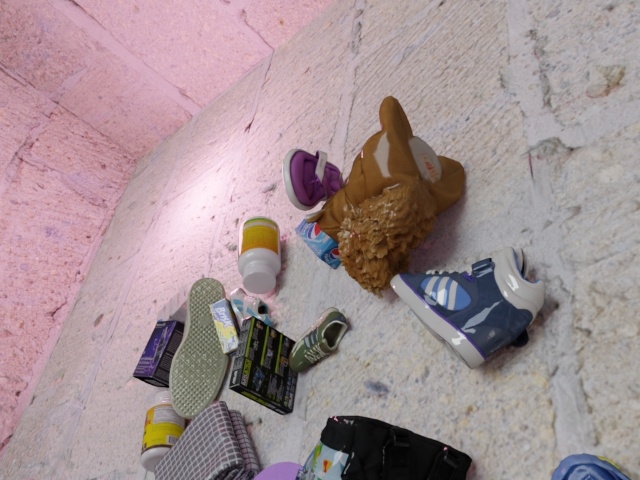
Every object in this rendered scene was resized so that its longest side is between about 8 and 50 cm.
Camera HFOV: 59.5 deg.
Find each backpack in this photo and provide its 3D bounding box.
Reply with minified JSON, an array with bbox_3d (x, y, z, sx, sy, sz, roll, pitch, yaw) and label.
[{"bbox_3d":[0.066,0.494,0.914,0.273,0.290,0.356,-24,48,51],"label":"backpack"}]

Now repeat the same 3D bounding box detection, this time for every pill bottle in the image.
[{"bbox_3d":[-0.457,0.555,1.640,0.117,0.117,0.215,-39,34,21],"label":"pill bottle"},{"bbox_3d":[-0.194,0.048,1.775,0.136,0.136,0.246,-36,35,24],"label":"pill bottle"}]

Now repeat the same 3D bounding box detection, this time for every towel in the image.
[{"bbox_3d":[-0.300,0.577,1.398,0.284,0.121,0.235,-47,34,2],"label":"towel"}]

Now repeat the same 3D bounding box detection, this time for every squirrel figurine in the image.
[{"bbox_3d":[0.122,-0.070,1.373,0.370,0.281,0.397,-32,34,40],"label":"squirrel figurine"}]

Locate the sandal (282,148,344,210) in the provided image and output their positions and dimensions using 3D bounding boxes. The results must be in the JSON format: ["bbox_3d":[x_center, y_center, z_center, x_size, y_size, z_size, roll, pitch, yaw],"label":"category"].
[{"bbox_3d":[0.005,-0.183,1.564,0.102,0.170,0.416,-16,2,20],"label":"sandal"}]

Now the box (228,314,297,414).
[{"bbox_3d":[-0.133,0.312,1.397,0.045,0.184,0.191,-28,41,36],"label":"box"}]

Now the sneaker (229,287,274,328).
[{"bbox_3d":[-0.206,0.210,1.696,0.092,0.087,0.229,-41,39,2],"label":"sneaker"}]

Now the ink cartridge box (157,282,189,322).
[{"bbox_3d":[-0.526,0.256,2.071,0.180,0.060,0.104,-43,33,16],"label":"ink cartridge box"}]

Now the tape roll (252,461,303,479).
[{"bbox_3d":[-0.072,0.601,1.131,0.274,0.090,0.275,-32,37,28],"label":"tape roll"}]

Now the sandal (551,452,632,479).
[{"bbox_3d":[0.403,0.379,0.694,0.126,0.138,0.317,-52,34,-2],"label":"sandal"}]

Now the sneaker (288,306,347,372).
[{"bbox_3d":[-0.003,0.258,1.394,0.192,0.064,0.086,-52,27,-4],"label":"sneaker"}]

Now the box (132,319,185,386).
[{"bbox_3d":[-0.519,0.384,1.895,0.153,0.108,0.207,-14,49,46],"label":"box"}]

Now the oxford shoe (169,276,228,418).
[{"bbox_3d":[-0.365,0.333,1.744,0.130,0.168,0.450,101,171,-56],"label":"oxford shoe"}]

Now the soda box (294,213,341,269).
[{"bbox_3d":[0.000,0.000,1.635,0.067,0.071,0.210,-51,32,4],"label":"soda box"}]

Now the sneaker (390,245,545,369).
[{"bbox_3d":[0.302,0.095,1.126,0.236,0.130,0.323,-42,28,-1],"label":"sneaker"}]

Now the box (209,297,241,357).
[{"bbox_3d":[-0.279,0.261,1.683,0.059,0.054,0.169,-25,61,2],"label":"box"}]
